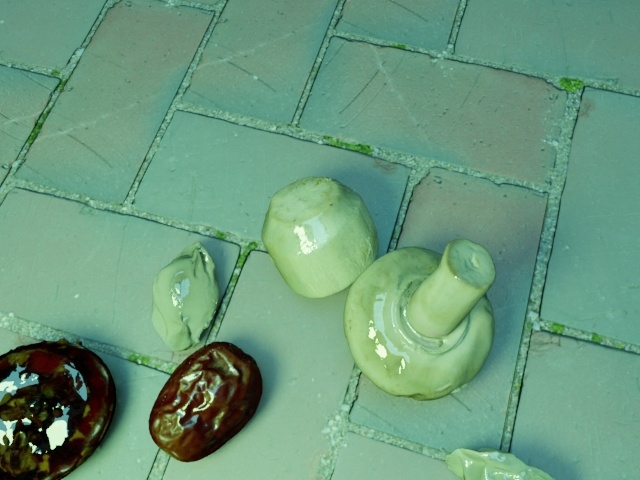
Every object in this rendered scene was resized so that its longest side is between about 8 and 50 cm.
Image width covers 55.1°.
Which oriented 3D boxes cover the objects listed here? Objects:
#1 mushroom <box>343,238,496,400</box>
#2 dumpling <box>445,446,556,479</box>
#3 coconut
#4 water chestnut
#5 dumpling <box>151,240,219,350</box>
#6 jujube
[{"bbox_3d":[0.206,0.134,1.243,0.315,0.315,0.356,14,107,10],"label":"mushroom"},{"bbox_3d":[0.352,0.453,1.165,0.228,0.151,0.124,21,43,13],"label":"dumpling"},{"bbox_3d":[0.000,0.000,1.344,0.244,0.247,0.245,-14,38,11],"label":"coconut"},{"bbox_3d":[-0.558,0.332,1.211,0.299,0.300,0.300,-1,67,3],"label":"water chestnut"},{"bbox_3d":[-0.319,0.122,1.378,0.172,0.142,0.247,-7,69,39],"label":"dumpling"},{"bbox_3d":[-0.229,0.325,1.252,0.183,0.183,0.243,37,81,18],"label":"jujube"}]
